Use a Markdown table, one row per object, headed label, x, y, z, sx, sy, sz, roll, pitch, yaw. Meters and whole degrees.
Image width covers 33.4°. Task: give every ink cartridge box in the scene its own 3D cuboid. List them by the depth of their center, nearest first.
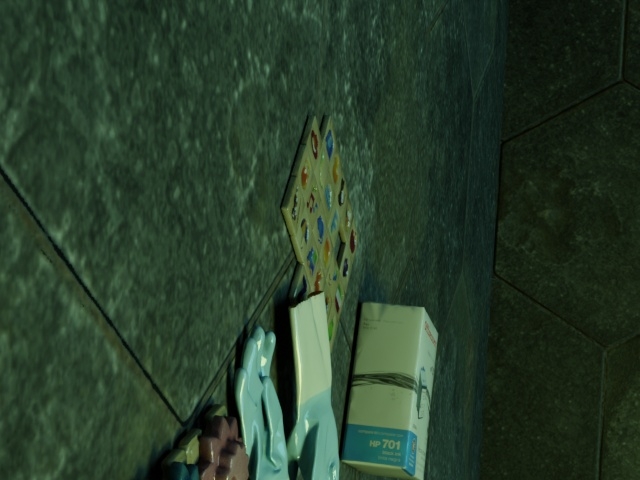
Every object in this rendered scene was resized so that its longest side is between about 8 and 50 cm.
| label | x | y | z | sx | sy | sz | roll | pitch | yaw |
| --- | --- | --- | --- | --- | --- | --- | --- | --- | --- |
| ink cartridge box | 0.086 | 0.183 | 1.281 | 0.139 | 0.082 | 0.190 | 53 | 45 | -67 |

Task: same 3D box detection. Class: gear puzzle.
| label | x | y | z | sx | sy | sz | roll | pitch | yaw |
| --- | --- | --- | --- | --- | --- | --- | --- | --- | --- |
| gear puzzle | -0.080 | 0.302 | 0.763 | 0.175 | 0.044 | 0.338 | -42 | 133 | -69 |

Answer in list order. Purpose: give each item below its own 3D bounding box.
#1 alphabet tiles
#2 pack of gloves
| label | x | y | z | sx | sy | sz | roll | pitch | yaw |
| --- | --- | --- | --- | --- | --- | --- | --- | --- | --- |
| alphabet tiles | 0.000 | 0.000 | 1.064 | 0.237 | 0.009 | 0.198 | 74 | 25 | -49 |
| pack of gloves | -0.038 | 0.174 | 0.931 | 0.195 | 0.046 | 0.232 | -21 | 107 | -67 |
